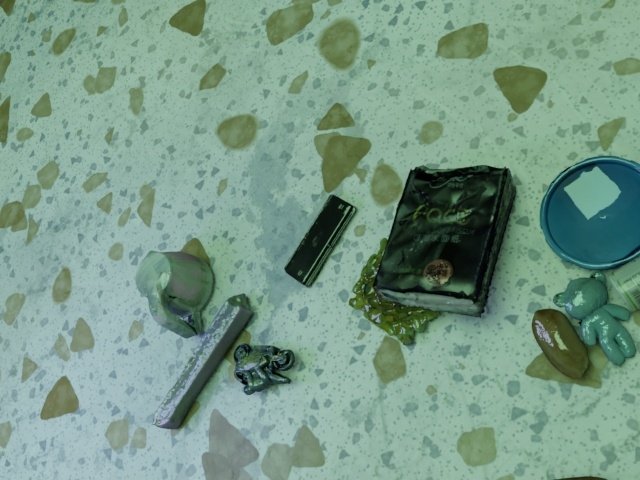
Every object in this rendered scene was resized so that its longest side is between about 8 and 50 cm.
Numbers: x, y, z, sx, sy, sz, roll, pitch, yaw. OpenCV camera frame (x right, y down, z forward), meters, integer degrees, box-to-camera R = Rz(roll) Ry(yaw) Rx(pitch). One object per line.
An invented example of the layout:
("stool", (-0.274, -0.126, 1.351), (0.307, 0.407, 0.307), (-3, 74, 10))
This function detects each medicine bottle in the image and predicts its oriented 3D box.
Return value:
("medicine bottle", (0.642, 0.053, 1.410), (0.183, 0.086, 0.086), (-34, 59, 16))

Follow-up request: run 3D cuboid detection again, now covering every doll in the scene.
("doll", (0.536, 0.153, 1.458), (0.120, 0.075, 0.180), (-27, 82, -13))

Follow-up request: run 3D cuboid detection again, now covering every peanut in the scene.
("peanut", (0.469, 0.200, 1.471), (0.076, 0.076, 0.152), (-35, 64, 16))

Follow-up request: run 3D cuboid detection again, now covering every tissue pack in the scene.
("tissue pack", (0.262, -0.013, 1.600), (0.245, 0.123, 0.332), (6, 61, 30))

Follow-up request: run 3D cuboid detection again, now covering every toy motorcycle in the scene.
("toy motorcycle", (-0.145, 0.312, 1.803), (0.193, 0.061, 0.124), (1, 68, 37))

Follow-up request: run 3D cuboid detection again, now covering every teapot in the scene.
("teapot", (-0.394, 0.131, 1.942), (0.163, 0.178, 0.221), (2, 76, 32))

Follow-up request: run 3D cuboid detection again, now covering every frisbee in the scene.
("frisbee", (0.566, -0.054, 1.516), (0.242, 0.045, 0.242), (-11, 69, 28))

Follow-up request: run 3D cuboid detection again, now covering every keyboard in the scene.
("keyboard", (0.000, 0.000, 1.846), (0.094, 0.025, 0.230), (33, 92, 36))

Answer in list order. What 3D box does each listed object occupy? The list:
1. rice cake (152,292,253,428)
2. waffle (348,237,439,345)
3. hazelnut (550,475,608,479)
("rice cake", (-0.293, 0.309, 1.888), (0.064, 0.070, 0.399), (34, 93, 30))
("waffle", (0.177, 0.106, 1.687), (0.223, 0.054, 0.204), (34, 92, 34))
("hazelnut", (0.469, 0.496, 1.346), (0.150, 0.150, 0.150), (-10, 69, 28))
